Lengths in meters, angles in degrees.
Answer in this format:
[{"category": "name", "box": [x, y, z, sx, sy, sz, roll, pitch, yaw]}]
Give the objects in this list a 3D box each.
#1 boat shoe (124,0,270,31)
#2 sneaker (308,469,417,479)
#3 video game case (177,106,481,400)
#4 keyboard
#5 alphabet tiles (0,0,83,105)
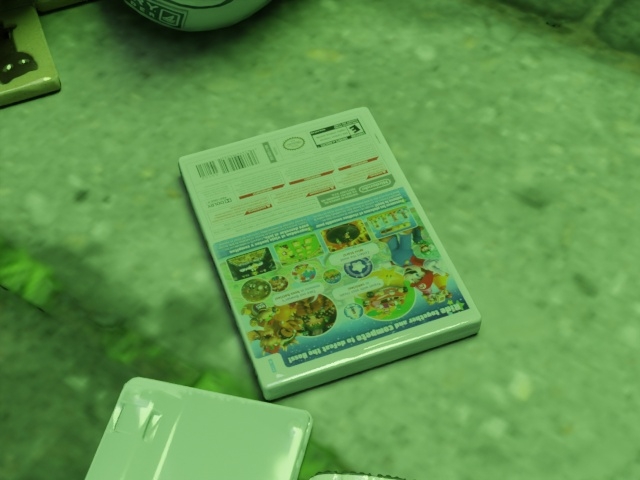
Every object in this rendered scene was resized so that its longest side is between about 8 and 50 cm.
[{"category": "boat shoe", "box": [0.031, -0.264, 0.518, 0.136, 0.156, 0.367, 43, 72, 0]}, {"category": "sneaker", "box": [0.048, 0.101, 0.357, 0.109, 0.040, 0.044, 3, 68, 9]}, {"category": "video game case", "box": [0.000, 0.000, 0.451, 0.087, 0.011, 0.122, -16, 52, -11]}, {"category": "keyboard", "box": [-0.068, 0.154, 0.334, 0.072, 0.014, 0.256, 13, 53, 7]}, {"category": "alphabet tiles", "box": [-0.259, -0.169, 0.600, 0.285, 0.011, 0.343, -18, 53, -12]}]
